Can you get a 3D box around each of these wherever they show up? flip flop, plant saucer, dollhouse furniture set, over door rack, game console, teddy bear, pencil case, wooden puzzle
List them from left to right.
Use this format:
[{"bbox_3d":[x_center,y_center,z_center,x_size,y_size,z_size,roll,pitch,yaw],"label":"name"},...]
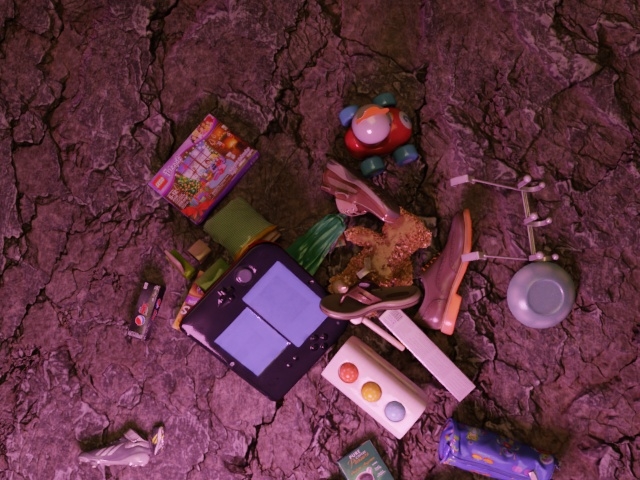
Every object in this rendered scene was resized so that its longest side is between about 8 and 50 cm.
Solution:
[{"bbox_3d":[-0.277,-0.002,1.705,0.197,0.151,0.301,41,73,13],"label":"dollhouse furniture set"},{"bbox_3d":[-0.139,0.222,1.635,0.342,0.060,0.386,-48,113,-7],"label":"game console"},{"bbox_3d":[0.047,-0.004,1.787,0.083,0.006,0.049,-14,78,2],"label":"wooden puzzle"},{"bbox_3d":[0.132,0.147,1.605,0.277,0.112,0.080,-8,118,4],"label":"flip flop"},{"bbox_3d":[0.171,0.063,1.727,0.245,0.113,0.338,19,89,13],"label":"teddy bear"},{"bbox_3d":[0.470,0.580,1.585,0.306,0.133,0.119,17,104,8],"label":"pencil case"},{"bbox_3d":[0.528,-0.059,1.649,0.324,0.108,0.240,2,76,-29],"label":"over door rack"},{"bbox_3d":[0.628,0.157,1.674,0.195,0.037,0.195,0,95,0],"label":"plant saucer"}]

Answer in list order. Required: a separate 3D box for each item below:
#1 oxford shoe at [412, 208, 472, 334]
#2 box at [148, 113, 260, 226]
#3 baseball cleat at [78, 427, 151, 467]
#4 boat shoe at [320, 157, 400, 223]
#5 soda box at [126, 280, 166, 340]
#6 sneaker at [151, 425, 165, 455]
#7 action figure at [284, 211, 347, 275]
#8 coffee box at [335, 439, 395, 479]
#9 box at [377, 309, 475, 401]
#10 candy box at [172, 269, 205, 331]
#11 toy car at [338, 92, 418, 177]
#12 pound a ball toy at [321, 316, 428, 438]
[{"bbox_3d":[0.351,0.076,1.693,0.132,0.130,0.364,12,79,14],"label":"oxford shoe"},{"bbox_3d":[-0.357,-0.218,1.829,0.201,0.057,0.293,38,84,10],"label":"box"},{"bbox_3d":[-0.581,0.592,1.696,0.206,0.072,0.109,2,62,4],"label":"baseball cleat"},{"bbox_3d":[0.108,-0.123,1.709,0.116,0.123,0.324,-60,41,14],"label":"boat shoe"},{"bbox_3d":[-0.515,0.209,1.758,0.053,0.060,0.169,16,80,6],"label":"soda box"},{"bbox_3d":[-0.470,0.573,1.705,0.035,0.031,0.083,4,75,19],"label":"sneaker"},{"bbox_3d":[0.000,0.000,1.754,0.137,0.063,0.232,42,90,25],"label":"action figure"},{"bbox_3d":[0.136,0.655,1.627,0.113,0.040,0.184,-31,79,-17],"label":"coffee box"},{"bbox_3d":[0.292,0.305,1.656,0.324,0.063,0.067,45,93,2],"label":"box"},{"bbox_3d":[-0.344,0.195,1.753,0.109,0.053,0.187,24,82,8],"label":"candy box"},{"bbox_3d":[0.170,-0.335,1.723,0.210,0.238,0.219,-20,79,0],"label":"toy car"},{"bbox_3d":[0.151,0.355,1.618,0.319,0.136,0.208,39,103,9],"label":"pound a ball toy"}]
